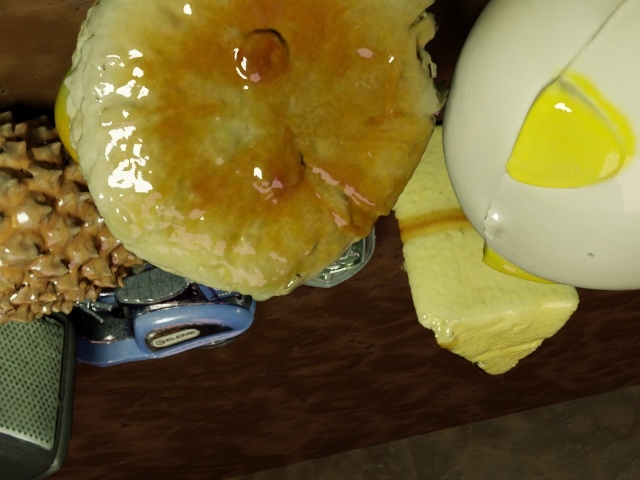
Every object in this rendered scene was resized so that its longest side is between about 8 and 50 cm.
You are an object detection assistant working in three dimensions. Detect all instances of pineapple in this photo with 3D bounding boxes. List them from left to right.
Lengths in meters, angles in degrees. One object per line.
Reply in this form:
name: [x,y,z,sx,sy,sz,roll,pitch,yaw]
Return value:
pineapple: [-0.230,-0.030,1.186,0.357,0.222,0.223,-7,160,-40]

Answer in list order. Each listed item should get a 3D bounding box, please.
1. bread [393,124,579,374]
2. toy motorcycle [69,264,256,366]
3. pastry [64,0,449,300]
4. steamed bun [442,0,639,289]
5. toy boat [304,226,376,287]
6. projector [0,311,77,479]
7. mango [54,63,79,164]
bread: [0.162,0.018,1.374,0.199,0.263,0.236,-4,158,-8]
toy motorcycle: [-0.252,0.079,1.528,0.359,0.125,0.212,-15,149,6]
pastry: [-0.058,-0.116,0.948,0.330,0.329,0.136,-2,-165,-21]
steamed bun: [0.269,-0.114,1.030,0.334,0.333,0.374,-11,156,0]
toy boat: [0.000,0.000,1.472,0.141,0.092,0.319,-9,159,1]
projector: [-0.554,0.167,1.361,0.395,0.242,0.405,-28,140,33]
mango: [-0.119,-0.135,1.063,0.251,0.114,0.156,-20,122,-19]
